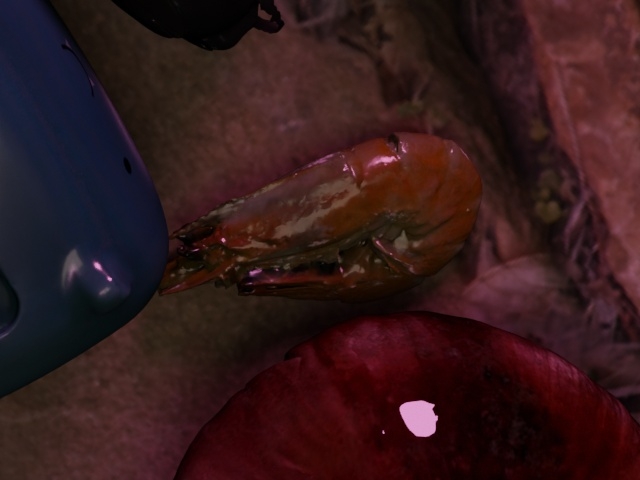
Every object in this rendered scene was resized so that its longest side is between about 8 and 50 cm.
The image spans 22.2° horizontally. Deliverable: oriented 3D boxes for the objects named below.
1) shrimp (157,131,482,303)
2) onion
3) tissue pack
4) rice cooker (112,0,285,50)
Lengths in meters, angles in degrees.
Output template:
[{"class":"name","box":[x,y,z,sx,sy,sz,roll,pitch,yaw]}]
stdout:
[{"class":"shrimp","box":[0.001,0.001,1.016,0.217,0.051,0.115,-18,117,-5]},{"class":"onion","box":[0.074,0.218,0.997,0.348,0.285,0.347,-3,103,-13]},{"class":"tissue pack","box":[-0.212,-0.051,0.862,0.198,0.206,0.287,-29,114,-3]},{"class":"rice cooker","box":[-0.088,-0.189,0.861,0.118,0.142,0.203,-49,134,-6]}]
